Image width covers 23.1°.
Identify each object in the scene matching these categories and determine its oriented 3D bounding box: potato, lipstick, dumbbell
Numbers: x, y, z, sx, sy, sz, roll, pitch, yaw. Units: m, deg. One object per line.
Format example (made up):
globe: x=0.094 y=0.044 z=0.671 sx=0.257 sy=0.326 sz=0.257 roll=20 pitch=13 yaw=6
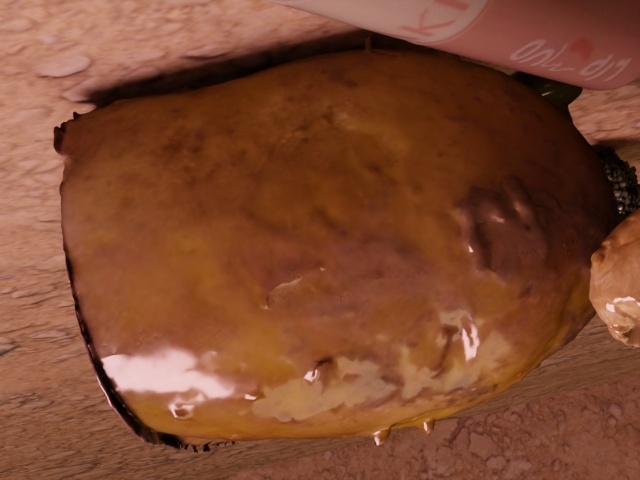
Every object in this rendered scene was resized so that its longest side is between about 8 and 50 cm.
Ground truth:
potato: x=0.025 y=0.001 z=0.847 sx=0.266 sy=0.229 sz=0.229 roll=-18 pitch=166 yaw=10
lipstick: x=0.068 y=-0.117 z=0.695 sx=0.070 sy=0.070 sz=0.254 roll=-22 pitch=164 yaw=35
dumbbell: x=0.150 y=-0.046 z=0.954 sx=0.046 sy=0.117 sz=0.052 roll=-9 pitch=165 yaw=-30

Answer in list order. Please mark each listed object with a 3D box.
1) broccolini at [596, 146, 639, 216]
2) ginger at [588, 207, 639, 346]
broccolini: x=0.074 y=0.000 z=1.252 sx=0.392 sy=0.078 sz=0.074 roll=-12 pitch=179 yaw=33
ginger: x=0.280 y=-0.052 z=0.814 sx=0.333 sy=0.148 sz=0.081 roll=-51 pitch=177 yaw=-14
